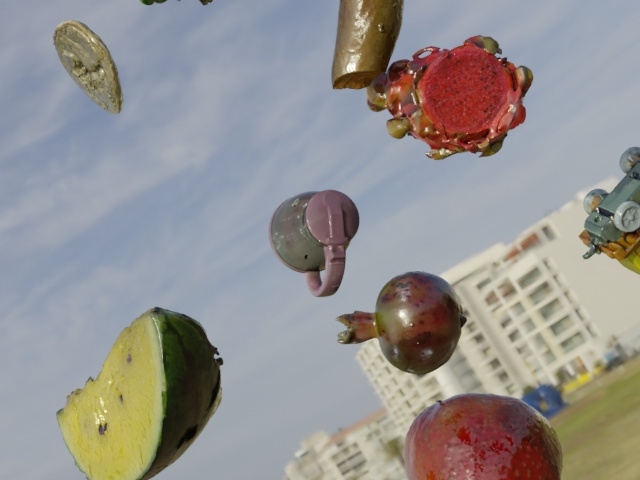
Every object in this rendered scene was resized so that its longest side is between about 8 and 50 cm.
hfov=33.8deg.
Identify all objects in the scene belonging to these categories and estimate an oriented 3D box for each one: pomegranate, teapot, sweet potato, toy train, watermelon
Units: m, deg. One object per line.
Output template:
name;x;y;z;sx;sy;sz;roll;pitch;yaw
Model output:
pomegranate;0.103;0.096;1.324;0.129;0.159;0.129;-162;90;-82
teapot;-0.008;-0.006;1.476;0.148;0.116;0.146;-69;14;-19
sweet potato;0.062;-0.283;1.162;0.077;0.077;0.243;-10;-65;-57
toy train;0.439;-0.042;1.411;0.219;0.127;0.089;-48;27;-2
watermelon;-0.179;0.162;1.033;0.123;0.129;0.301;-45;-1;-41

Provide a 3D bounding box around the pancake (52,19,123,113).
pancake;-0.339;-0.256;1.555;0.028;0.158;0.158;-39;-8;-27

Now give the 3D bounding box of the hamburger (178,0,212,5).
hamburger;-0.191;-0.540;1.753;0.132;0.211;0.309;-8;-14;-20

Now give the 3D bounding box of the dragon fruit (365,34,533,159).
dragon fruit;0.135;-0.162;1.202;0.208;0.133;0.150;7;-18;39

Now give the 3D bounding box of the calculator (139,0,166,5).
calculator;-0.202;-0.399;1.299;0.146;0.032;0.235;-38;-30;-42

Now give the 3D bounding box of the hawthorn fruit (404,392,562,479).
hawthorn fruit;0.298;0.444;1.861;0.285;0.369;0.284;-5;-32;-3
